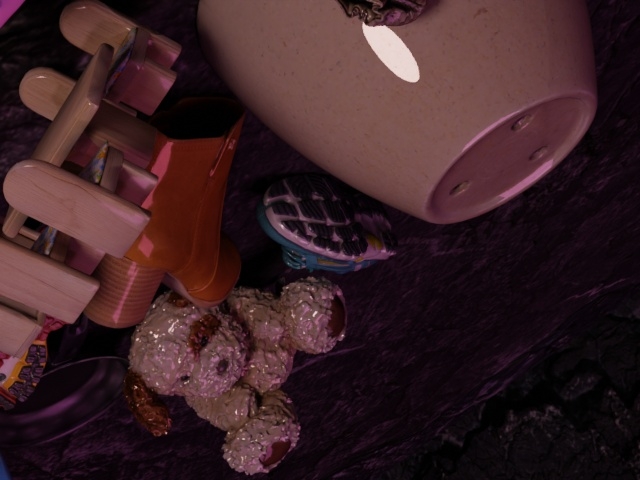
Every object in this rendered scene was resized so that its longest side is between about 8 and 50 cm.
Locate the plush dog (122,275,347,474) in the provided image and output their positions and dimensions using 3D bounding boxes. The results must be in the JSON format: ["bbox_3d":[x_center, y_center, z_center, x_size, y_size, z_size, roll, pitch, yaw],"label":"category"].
[{"bbox_3d":[-0.127,0.127,1.419,0.225,0.210,0.262,18,100,-45],"label":"plush dog"}]

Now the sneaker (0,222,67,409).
[{"bbox_3d":[-0.286,0.052,1.141,0.088,0.093,0.225,26,108,-32],"label":"sneaker"}]

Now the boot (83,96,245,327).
[{"bbox_3d":[-0.115,-0.040,1.140,0.211,0.104,0.295,-64,168,18],"label":"boot"}]

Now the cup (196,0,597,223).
[{"bbox_3d":[0.097,-0.156,0.986,0.331,0.237,0.331,-27,157,-13],"label":"cup"}]

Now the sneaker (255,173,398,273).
[{"bbox_3d":[0.000,0.000,1.372,0.110,0.107,0.275,-30,160,20],"label":"sneaker"}]

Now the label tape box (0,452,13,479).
[{"bbox_3d":[-0.442,0.297,1.207,0.115,0.249,0.348,-7,147,-47],"label":"label tape box"}]

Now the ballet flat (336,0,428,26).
[{"bbox_3d":[-0.030,-0.211,0.785,0.250,0.058,0.084,26,169,-26],"label":"ballet flat"}]

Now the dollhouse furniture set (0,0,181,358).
[{"bbox_3d":[-0.233,-0.047,0.854,0.161,0.212,0.242,27,126,-21],"label":"dollhouse furniture set"}]

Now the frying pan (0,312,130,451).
[{"bbox_3d":[-0.322,0.161,1.344,0.197,0.053,0.326,-29,156,-8],"label":"frying pan"}]

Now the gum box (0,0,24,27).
[{"bbox_3d":[-0.241,-0.191,0.677,0.107,0.062,0.188,-47,156,5],"label":"gum box"}]
